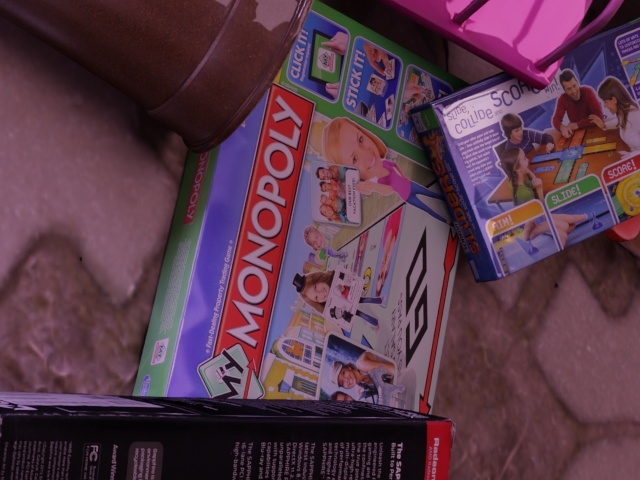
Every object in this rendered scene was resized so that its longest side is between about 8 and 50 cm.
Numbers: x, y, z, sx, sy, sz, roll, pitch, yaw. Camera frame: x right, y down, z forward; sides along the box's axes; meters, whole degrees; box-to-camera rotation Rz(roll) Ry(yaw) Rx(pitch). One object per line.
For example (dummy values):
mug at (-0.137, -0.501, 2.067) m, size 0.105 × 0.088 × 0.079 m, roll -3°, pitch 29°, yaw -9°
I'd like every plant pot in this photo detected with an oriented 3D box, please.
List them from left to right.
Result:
plant pot at (-0.109, -0.164, 1.073) m, size 0.165 × 0.167 × 0.167 m, roll 27°, pitch 64°, yaw -22°

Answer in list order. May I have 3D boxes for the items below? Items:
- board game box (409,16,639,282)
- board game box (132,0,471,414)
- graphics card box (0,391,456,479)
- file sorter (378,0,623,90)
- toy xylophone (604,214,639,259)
board game box at (0.177, -0.069, 1.254) m, size 0.201 × 0.035 × 0.136 m, roll -23°, pitch 94°, yaw -24°
board game box at (0.000, 0.000, 1.184) m, size 0.213 × 0.046 × 0.317 m, roll 25°, pitch 65°, yaw -32°
graphics card box at (-0.078, 0.205, 0.969) m, size 0.371 × 0.094 × 0.233 m, roll 6°, pitch 91°, yaw -50°
file sorter at (0.090, -0.272, 1.140) m, size 0.291 × 0.182 × 0.202 m, roll 28°, pitch 80°, yaw -5°
toy xylophone at (0.320, -0.057, 1.420) m, size 0.323 × 0.081 × 0.236 m, roll 29°, pitch 63°, yaw -29°
